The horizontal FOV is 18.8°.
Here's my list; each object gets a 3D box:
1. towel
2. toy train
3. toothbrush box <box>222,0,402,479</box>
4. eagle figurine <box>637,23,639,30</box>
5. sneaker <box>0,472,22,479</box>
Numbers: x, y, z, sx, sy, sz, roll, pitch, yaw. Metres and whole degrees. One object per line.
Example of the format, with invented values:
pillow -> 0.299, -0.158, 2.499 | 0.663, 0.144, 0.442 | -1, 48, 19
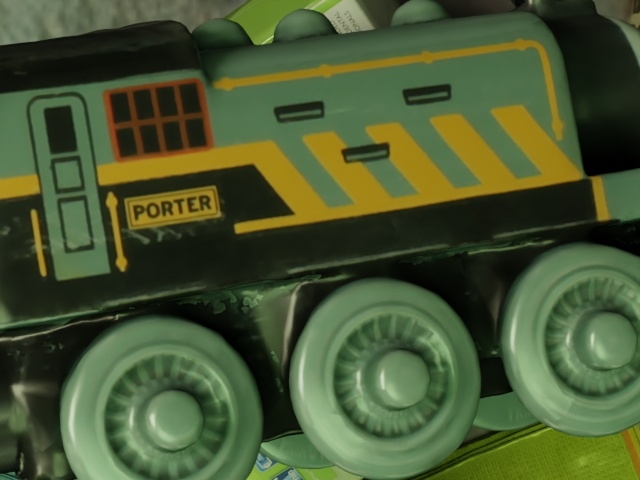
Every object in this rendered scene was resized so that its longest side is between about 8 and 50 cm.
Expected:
towel -> 0.141, 0.137, 1.037 | 0.237, 0.021, 0.102 | -23, 108, 10
toy train -> 0.000, 0.000, 0.775 | 0.334, 0.142, 0.190 | -9, 90, -17
toothbrush box -> -0.042, 0.021, 0.944 | 0.283, 0.122, 0.206 | -32, 106, 14
eagle figurine -> 0.296, -0.159, 0.845 | 0.298, 0.225, 0.226 | -38, 142, -10
sneaker -> -0.180, 0.089, 0.843 | 0.262, 0.125, 0.104 | -10, 110, 7
